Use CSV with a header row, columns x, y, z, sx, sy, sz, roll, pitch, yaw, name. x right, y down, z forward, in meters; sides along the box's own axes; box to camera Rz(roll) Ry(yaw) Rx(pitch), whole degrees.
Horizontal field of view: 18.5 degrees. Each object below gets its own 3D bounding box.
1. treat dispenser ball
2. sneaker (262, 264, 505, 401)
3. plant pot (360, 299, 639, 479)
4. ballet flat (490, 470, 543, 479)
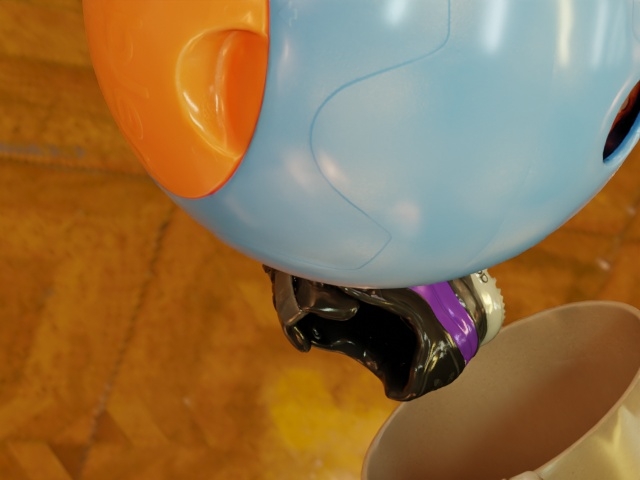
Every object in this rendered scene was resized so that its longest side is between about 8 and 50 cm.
x,y,z,sx,sy,sz,roll,pitch,yaw,name
0.029,-0.121,0.955,0.288,0.288,0.288,-16,125,-24,treat dispenser ball
0.001,0.000,1.435,0.146,0.293,0.102,-47,-178,-42,sneaker
0.212,0.232,1.557,0.256,0.256,0.274,-37,108,-9,plant pot
0.056,0.339,1.379,0.147,0.147,0.409,-3,117,-32,ballet flat
